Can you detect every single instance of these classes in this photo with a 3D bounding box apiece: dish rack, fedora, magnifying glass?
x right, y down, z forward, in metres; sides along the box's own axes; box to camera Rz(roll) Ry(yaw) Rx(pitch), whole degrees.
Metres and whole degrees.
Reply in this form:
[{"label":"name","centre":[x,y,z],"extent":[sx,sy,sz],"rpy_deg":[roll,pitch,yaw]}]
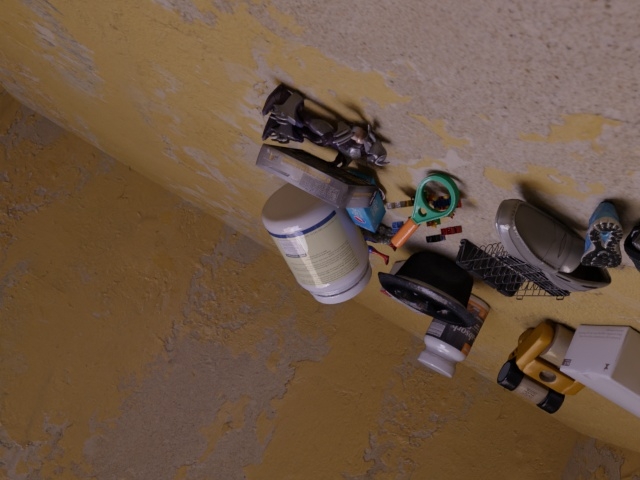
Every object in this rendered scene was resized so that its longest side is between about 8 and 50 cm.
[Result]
[{"label":"dish rack","centre":[0.473,0.071,1.378],"extent":[0.208,0.074,0.271],"rpy_deg":[31,167,-12]},{"label":"fedora","centre":[0.346,0.132,1.724],"extent":[0.334,0.152,0.334],"rpy_deg":[28,168,6]},{"label":"magnifying glass","centre":[0.223,-0.058,1.240],"extent":[0.092,0.026,0.231],"rpy_deg":[48,140,12]}]

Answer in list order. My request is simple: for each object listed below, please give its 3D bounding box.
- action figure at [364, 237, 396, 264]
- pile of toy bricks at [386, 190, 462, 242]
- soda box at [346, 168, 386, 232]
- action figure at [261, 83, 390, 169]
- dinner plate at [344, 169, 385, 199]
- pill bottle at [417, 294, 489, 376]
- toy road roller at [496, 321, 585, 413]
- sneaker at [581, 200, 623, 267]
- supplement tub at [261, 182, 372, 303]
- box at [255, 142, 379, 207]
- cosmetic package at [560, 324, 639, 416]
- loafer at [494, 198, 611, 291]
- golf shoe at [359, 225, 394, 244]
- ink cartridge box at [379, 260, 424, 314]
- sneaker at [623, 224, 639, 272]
[{"label":"action figure","centre":[0.116,0.011,1.908],"extent":[0.280,0.091,0.139],"rpy_deg":[26,156,19]},{"label":"pile of toy bricks","centre":[0.264,-0.057,1.308],"extent":[0.105,0.118,0.212],"rpy_deg":[-10,-177,-37]},{"label":"soda box","centre":[0.110,-0.098,1.443],"extent":[0.067,0.071,0.210],"rpy_deg":[25,168,22]},{"label":"action figure","centre":[0.017,-0.218,1.189],"extent":[0.285,0.099,0.185],"rpy_deg":[24,163,10]},{"label":"dinner plate","centre":[0.107,-0.147,1.461],"extent":[0.141,0.017,0.141],"rpy_deg":[29,169,6]},{"label":"pill bottle","centre":[0.457,0.320,1.947],"extent":[0.162,0.278,0.162],"rpy_deg":[28,169,6]},{"label":"toy road roller","centre":[0.733,0.368,1.812],"extent":[0.203,0.240,0.329],"rpy_deg":[29,131,4]},{"label":"sneaker","centre":[0.495,-0.008,0.976],"extent":[0.063,0.073,0.162],"rpy_deg":[7,149,20]},{"label":"supplement tub","centre":[0.000,0.000,1.607],"extent":[0.235,0.235,0.324],"rpy_deg":[17,143,48]},{"label":"box","centre":[-0.004,-0.146,1.274],"extent":[0.231,0.056,0.183],"rpy_deg":[29,-165,23]},{"label":"cosmetic package","centre":[0.881,0.384,1.509],"extent":[0.385,0.156,0.217],"rpy_deg":[32,168,-7]},{"label":"loafer","centre":[0.455,0.011,1.087],"extent":[0.319,0.112,0.111],"rpy_deg":[28,166,-34]},{"label":"golf shoe","centre":[0.142,-0.036,1.739],"extent":[0.176,0.069,0.086],"rpy_deg":[31,175,3]},{"label":"ink cartridge box","centre":[0.330,0.169,1.988],"extent":[0.176,0.127,0.128],"rpy_deg":[32,168,-9]},{"label":"sneaker","centre":[0.577,0.023,0.867],"extent":[0.130,0.087,0.227],"rpy_deg":[29,176,-32]}]
